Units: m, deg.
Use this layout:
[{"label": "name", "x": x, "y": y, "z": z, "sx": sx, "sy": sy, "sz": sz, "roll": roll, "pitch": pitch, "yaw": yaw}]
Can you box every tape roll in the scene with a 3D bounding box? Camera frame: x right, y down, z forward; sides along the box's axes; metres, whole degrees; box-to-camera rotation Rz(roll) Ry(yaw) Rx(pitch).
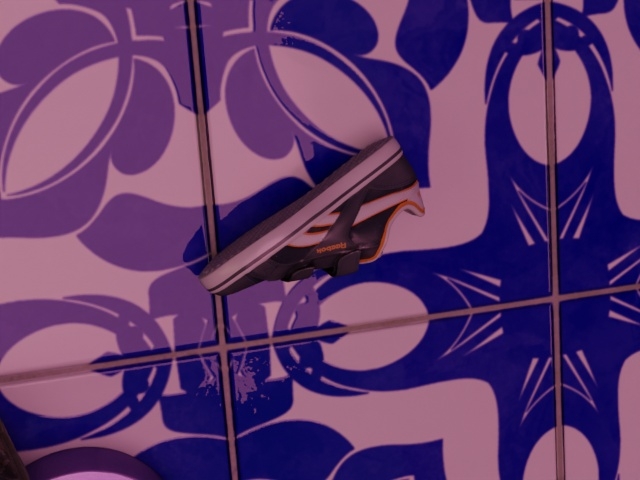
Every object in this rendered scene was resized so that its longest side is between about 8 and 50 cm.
[{"label": "tape roll", "x": -0.314, "y": 0.419, "z": 1.484, "sx": 0.275, "sy": 0.090, "sz": 0.274, "roll": -3, "pitch": 102, "yaw": -14}]

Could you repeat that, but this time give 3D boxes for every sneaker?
[{"label": "sneaker", "x": 0.000, "y": 0.000, "z": 1.470, "sx": 0.321, "sy": 0.126, "sz": 0.127, "roll": -35, "pitch": 102, "yaw": -8}]

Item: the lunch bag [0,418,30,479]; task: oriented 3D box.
[{"label": "lunch bag", "x": -0.470, "y": 0.337, "z": 1.329, "sx": 0.235, "sy": 0.287, "sz": 0.169, "roll": -41, "pitch": 123, "yaw": -1}]
